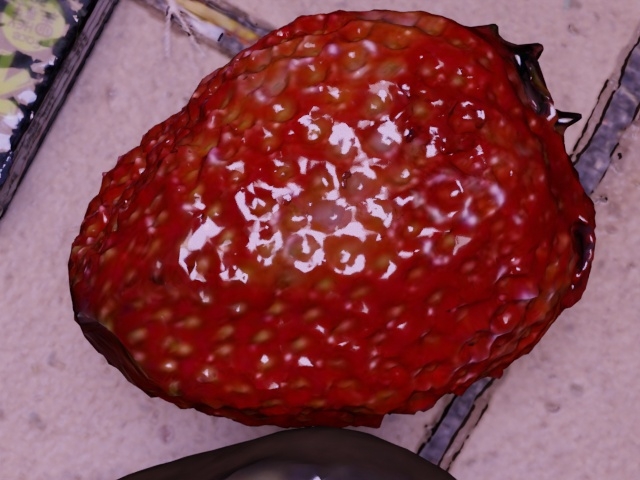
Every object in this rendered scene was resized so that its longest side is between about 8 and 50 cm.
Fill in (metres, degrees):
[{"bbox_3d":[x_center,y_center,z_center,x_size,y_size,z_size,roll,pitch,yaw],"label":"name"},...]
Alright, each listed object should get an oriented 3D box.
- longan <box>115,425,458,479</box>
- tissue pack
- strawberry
[{"bbox_3d":[-0.036,0.247,0.604,0.318,0.319,0.319,0,78,-1],"label":"longan"},{"bbox_3d":[-0.243,-0.144,0.792,0.173,0.073,0.236,24,79,4],"label":"tissue pack"},{"bbox_3d":[0.000,0.000,0.674,0.288,0.250,0.239,-28,83,-35],"label":"strawberry"}]
